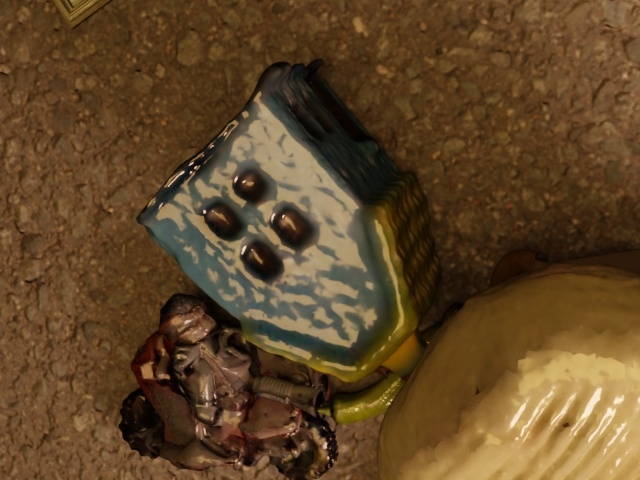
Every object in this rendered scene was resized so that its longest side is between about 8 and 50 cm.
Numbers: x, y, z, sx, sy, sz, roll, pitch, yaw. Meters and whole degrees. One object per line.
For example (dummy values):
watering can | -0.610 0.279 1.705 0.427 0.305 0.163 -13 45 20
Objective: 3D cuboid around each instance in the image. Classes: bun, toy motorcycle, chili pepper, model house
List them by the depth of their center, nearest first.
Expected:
bun | 0.229 0.173 0.969 0.361 0.213 0.361 4 126 5
model house | 0.000 0.000 1.061 0.215 0.237 0.303 -41 90 17
toy motorcycle | -0.061 0.161 1.150 0.401 0.134 0.207 4 107 29
chili pepper | 0.088 0.151 1.176 0.208 0.043 0.049 -38 53 13

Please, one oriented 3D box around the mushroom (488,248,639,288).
mushroom | 0.342 0.073 1.052 0.350 0.128 0.128 6 103 17

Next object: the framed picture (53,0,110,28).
framed picture | -0.231 -0.396 1.153 0.273 0.016 0.216 -32 92 18
